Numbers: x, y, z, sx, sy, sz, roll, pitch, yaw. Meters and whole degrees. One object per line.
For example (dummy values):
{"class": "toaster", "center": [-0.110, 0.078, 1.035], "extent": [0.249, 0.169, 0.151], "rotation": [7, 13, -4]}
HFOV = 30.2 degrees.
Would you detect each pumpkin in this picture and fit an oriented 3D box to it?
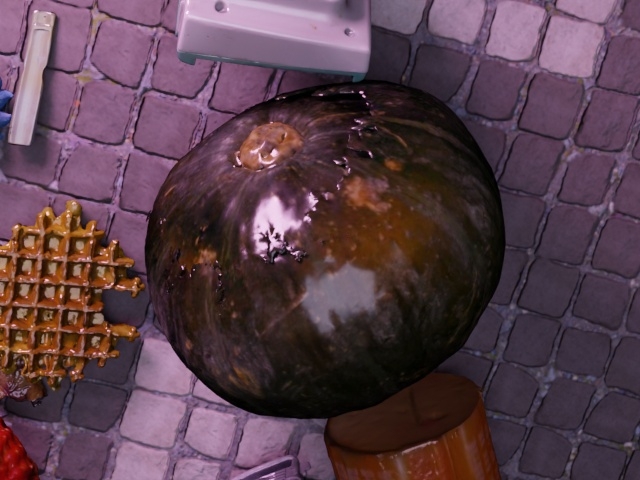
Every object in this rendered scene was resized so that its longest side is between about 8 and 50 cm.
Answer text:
{"class": "pumpkin", "center": [0.000, 0.000, 1.431], "extent": [0.454, 0.454, 0.344], "rotation": [-33, 122, 4]}

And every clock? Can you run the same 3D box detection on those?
{"class": "clock", "center": [-0.050, -0.329, 1.414], "extent": [0.231, 0.262, 0.116], "rotation": [6, 147, -8]}

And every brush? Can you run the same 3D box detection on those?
{"class": "brush", "center": [-0.373, -0.210, 1.542], "extent": [0.033, 0.030, 0.178], "rotation": [12, 94, -1]}

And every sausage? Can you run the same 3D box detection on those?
{"class": "sausage", "center": [0.144, 0.362, 1.655], "extent": [0.233, 0.233, 0.287], "rotation": [-15, 105, -1]}

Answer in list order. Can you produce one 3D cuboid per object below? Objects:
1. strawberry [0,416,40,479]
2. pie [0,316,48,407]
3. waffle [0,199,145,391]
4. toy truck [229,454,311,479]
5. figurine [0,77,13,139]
{"class": "strawberry", "center": [-0.562, 0.336, 1.574], "extent": [0.351, 0.312, 0.267], "rotation": [29, 146, 0]}
{"class": "pie", "center": [-0.433, 0.159, 1.638], "extent": [0.092, 0.034, 0.170], "rotation": [-14, 107, -6]}
{"class": "waffle", "center": [-0.358, 0.080, 1.600], "extent": [0.231, 0.051, 0.229], "rotation": [-36, 107, -5]}
{"class": "toy truck", "center": [-0.020, 0.487, 1.701], "extent": [0.146, 0.175, 0.367], "rotation": [-22, 107, -1]}
{"class": "figurine", "center": [-0.444, -0.179, 1.515], "extent": [0.114, 0.079, 0.114], "rotation": [-15, 124, -23]}
